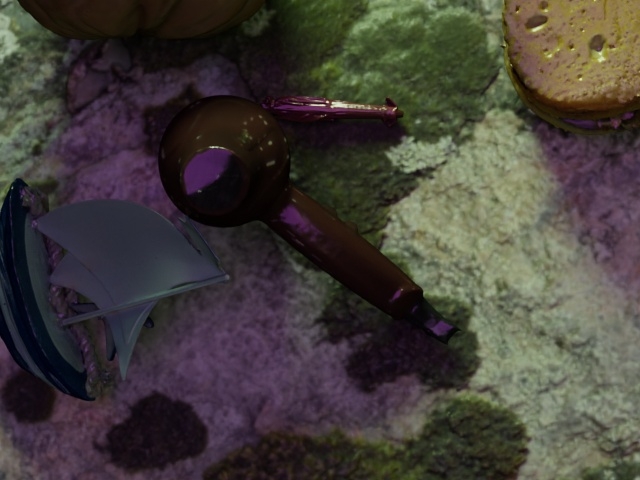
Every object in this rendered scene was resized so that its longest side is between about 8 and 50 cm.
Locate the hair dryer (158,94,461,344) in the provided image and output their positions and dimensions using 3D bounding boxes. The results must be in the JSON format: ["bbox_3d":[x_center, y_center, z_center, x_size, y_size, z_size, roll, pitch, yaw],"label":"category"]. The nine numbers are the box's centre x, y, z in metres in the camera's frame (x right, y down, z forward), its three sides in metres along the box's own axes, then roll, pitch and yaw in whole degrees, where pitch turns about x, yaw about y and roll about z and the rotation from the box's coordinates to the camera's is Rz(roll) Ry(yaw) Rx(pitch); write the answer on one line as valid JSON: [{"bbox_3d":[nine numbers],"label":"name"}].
[{"bbox_3d":[0.000,0.000,1.567,0.340,0.312,0.123,37,95,-10],"label":"hair dryer"}]

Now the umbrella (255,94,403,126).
[{"bbox_3d":[-0.001,-0.129,1.684,0.165,0.025,0.027,4,65,6],"label":"umbrella"}]

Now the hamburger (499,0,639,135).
[{"bbox_3d":[0.265,-0.188,1.604,0.191,0.118,0.182,13,89,13],"label":"hamburger"}]

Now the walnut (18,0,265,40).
[{"bbox_3d":[-0.168,-0.315,1.606,0.296,0.285,0.285,3,82,-32],"label":"walnut"}]

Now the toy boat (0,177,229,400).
[{"bbox_3d":[-0.206,0.057,1.619,0.291,0.070,0.210,11,110,33],"label":"toy boat"}]
